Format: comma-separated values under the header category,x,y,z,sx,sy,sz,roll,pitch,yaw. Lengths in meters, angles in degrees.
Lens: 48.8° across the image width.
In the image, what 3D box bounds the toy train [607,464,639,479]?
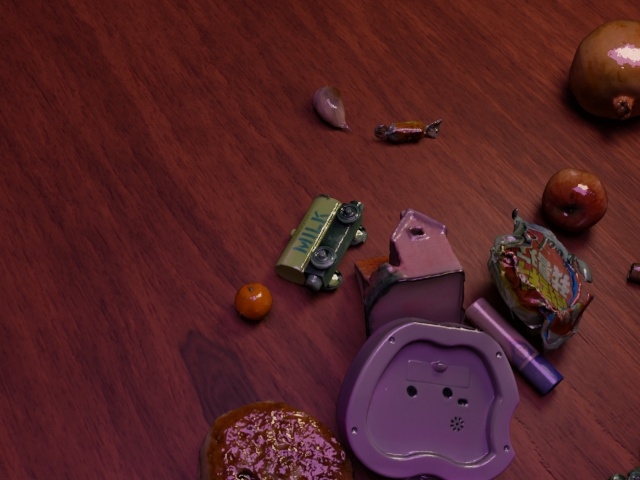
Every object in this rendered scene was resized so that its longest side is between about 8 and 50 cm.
category,x,y,z,sx,sy,sz,roll,pitch,yaw
toy train,0.639,0.459,1.320,0.200,0.083,0.132,-31,74,-20

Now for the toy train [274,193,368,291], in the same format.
category,x,y,z,sx,sy,sz,roll,pitch,yaw
toy train,0.000,0.000,1.585,0.157,0.105,0.253,15,57,24

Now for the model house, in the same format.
category,x,y,z,sx,sy,sz,roll,pitch,yaw
model house,0.169,0.076,1.460,0.202,0.237,0.237,-12,43,-2

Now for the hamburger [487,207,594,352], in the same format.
category,x,y,z,sx,sy,sz,roll,pitch,yaw
hamburger,0.444,0.089,1.494,0.260,0.150,0.276,45,41,-1

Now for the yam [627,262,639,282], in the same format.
category,x,y,z,sx,sy,sz,roll,pitch,yaw
yam,0.852,0.121,1.562,0.327,0.045,0.045,20,81,10

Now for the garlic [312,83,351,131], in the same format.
category,x,y,z,sx,sy,sz,roll,pitch,yaw
garlic,0.026,-0.348,1.820,0.084,0.066,0.152,-7,55,-9

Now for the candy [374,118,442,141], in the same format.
category,x,y,z,sx,sy,sz,roll,pitch,yaw
candy,0.225,-0.276,1.790,0.182,0.053,0.046,-8,59,-10

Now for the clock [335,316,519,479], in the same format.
category,x,y,z,sx,sy,sz,roll,pitch,yaw
clock,0.200,0.307,1.304,0.339,0.102,0.338,1,86,-8

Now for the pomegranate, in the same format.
category,x,y,z,sx,sy,sz,roll,pitch,yaw
pomegranate,0.770,-0.421,1.801,0.252,0.229,0.270,16,64,9

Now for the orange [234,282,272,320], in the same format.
category,x,y,z,sx,sy,sz,roll,pitch,yaw
orange,-0.142,0.129,1.499,0.084,0.083,0.083,1,57,-1

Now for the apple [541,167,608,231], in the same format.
category,x,y,z,sx,sy,sz,roll,pitch,yaw
apple,0.590,-0.098,1.636,0.146,0.146,0.131,28,42,15

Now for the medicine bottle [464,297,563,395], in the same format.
category,x,y,z,sx,sy,sz,roll,pitch,yaw
medicine bottle,0.401,0.219,1.472,0.059,0.059,0.231,-33,63,-21

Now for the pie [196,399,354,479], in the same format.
category,x,y,z,sx,sy,sz,roll,pitch,yaw
pie,-0.084,0.442,1.295,0.315,0.092,0.315,1,56,-2
